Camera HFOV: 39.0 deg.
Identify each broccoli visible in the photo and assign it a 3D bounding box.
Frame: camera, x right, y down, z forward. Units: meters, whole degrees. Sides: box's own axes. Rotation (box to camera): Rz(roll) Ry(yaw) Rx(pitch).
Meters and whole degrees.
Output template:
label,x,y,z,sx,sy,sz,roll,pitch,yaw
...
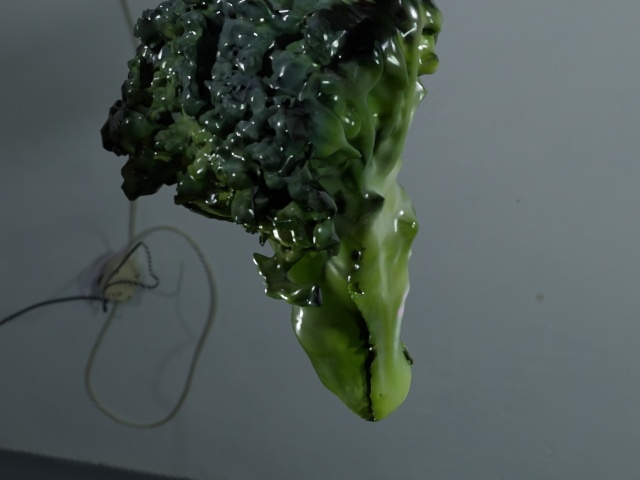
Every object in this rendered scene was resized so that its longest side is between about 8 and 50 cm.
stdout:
label,x,y,z,sx,sy,sz,roll,pitch,yaw
broccoli,-0.002,-0.005,0.497,0.145,0.165,0.304,17,144,35
